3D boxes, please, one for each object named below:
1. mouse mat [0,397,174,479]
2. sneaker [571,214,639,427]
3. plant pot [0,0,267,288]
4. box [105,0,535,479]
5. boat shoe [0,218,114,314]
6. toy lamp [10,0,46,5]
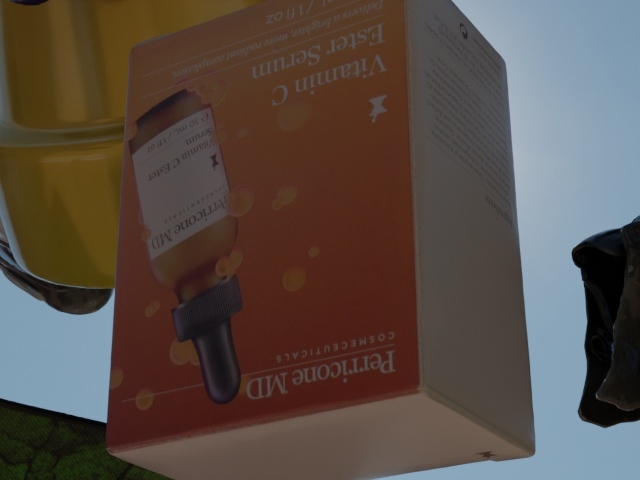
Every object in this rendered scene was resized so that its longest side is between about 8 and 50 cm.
[{"bbox_3d":[-0.163,0.140,0.581,0.190,0.152,0.007,17,-1,-22],"label":"mouse mat"},{"bbox_3d":[0.155,0.002,0.598,0.089,0.170,0.051,9,-26,-12],"label":"sneaker"},{"bbox_3d":[-0.079,-0.131,0.745,0.254,0.254,0.239,-8,-69,13],"label":"plant pot"},{"bbox_3d":[0.000,0.000,0.506,0.130,0.170,0.091,-15,-29,27],"label":"box"},{"bbox_3d":[-0.226,-0.027,1.021,0.108,0.301,0.102,-25,-61,-22],"label":"boat shoe"},{"bbox_3d":[-0.220,-0.121,0.501,0.275,0.080,0.080,-10,-24,-45],"label":"toy lamp"}]
